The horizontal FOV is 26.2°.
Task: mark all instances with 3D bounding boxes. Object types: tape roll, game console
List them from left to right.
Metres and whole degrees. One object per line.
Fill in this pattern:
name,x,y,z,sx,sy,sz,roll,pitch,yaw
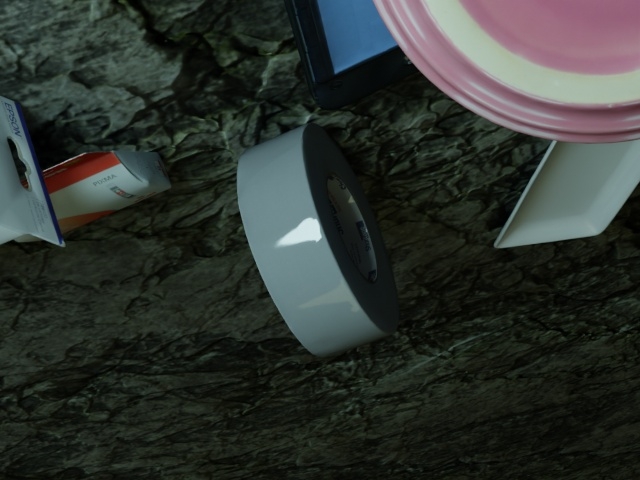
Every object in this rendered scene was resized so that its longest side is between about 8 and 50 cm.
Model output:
tape roll,0.000,0.000,1.327,0.072,0.219,0.219,-22,153,14
game console,0.118,-0.174,1.080,0.250,0.173,0.293,-26,154,-4

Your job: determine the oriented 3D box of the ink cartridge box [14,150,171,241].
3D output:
ink cartridge box,-0.232,-0.038,1.258,0.145,0.045,0.179,-22,-179,14

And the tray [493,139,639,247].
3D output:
tray,0.293,-0.072,1.552,0.145,0.030,0.270,-8,154,-15

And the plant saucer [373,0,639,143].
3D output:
plant saucer,0.181,-0.217,0.894,0.332,0.332,0.084,-24,-166,18

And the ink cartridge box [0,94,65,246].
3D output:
ink cartridge box,-0.340,-0.087,1.035,0.065,0.165,0.333,-35,148,18
